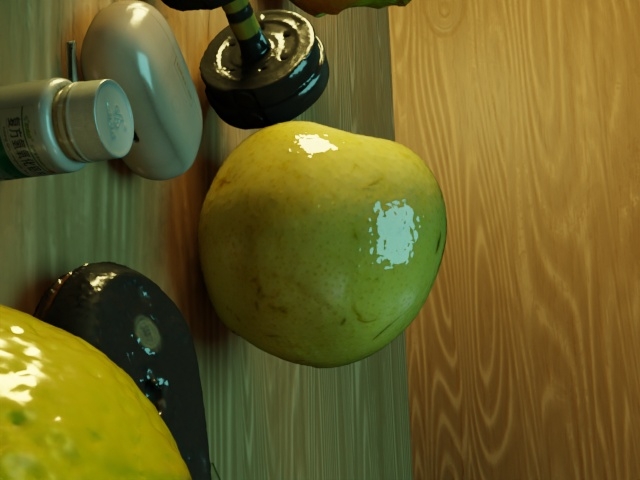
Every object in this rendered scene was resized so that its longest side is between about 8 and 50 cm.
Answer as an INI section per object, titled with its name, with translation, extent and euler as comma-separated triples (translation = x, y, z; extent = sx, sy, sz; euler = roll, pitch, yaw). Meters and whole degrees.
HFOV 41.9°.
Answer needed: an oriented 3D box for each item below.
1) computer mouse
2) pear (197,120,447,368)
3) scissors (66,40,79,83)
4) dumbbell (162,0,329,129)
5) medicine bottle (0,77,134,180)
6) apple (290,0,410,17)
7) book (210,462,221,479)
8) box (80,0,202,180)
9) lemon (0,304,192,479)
[computer mouse]
translation = -0.186, 0.173, 0.752
extent = 0.183, 0.116, 0.323
euler = 27, 43, -48
[pear]
translation = 0.000, 0.000, 1.134
extent = 0.348, 0.348, 0.349
euler = -5, 90, -74
[scissors]
translation = -0.252, -0.143, 0.853
extent = 0.058, 0.014, 0.119
euler = -5, 92, -81
[dumbbell]
translation = -0.108, -0.303, 1.098
extent = 0.388, 0.185, 0.185
euler = 64, 26, -50
[medicine bottle]
translation = -0.230, -0.095, 0.702
extent = 0.080, 0.130, 0.080
euler = -4, 90, -74
[apple]
translation = 0.039, -0.557, 1.444
extent = 0.339, 0.339, 0.340
euler = -5, 90, -74
[book]
translation = -0.087, 0.415, 0.993
extent = 0.264, 0.027, 0.202
euler = -142, -142, -63
[box]
translation = -0.193, -0.163, 0.923
extent = 0.146, 0.088, 0.200
euler = -88, 166, -45
[lemon]
translation = -0.206, 0.186, 0.392
extent = 0.336, 0.335, 0.336
euler = -5, 90, -74
